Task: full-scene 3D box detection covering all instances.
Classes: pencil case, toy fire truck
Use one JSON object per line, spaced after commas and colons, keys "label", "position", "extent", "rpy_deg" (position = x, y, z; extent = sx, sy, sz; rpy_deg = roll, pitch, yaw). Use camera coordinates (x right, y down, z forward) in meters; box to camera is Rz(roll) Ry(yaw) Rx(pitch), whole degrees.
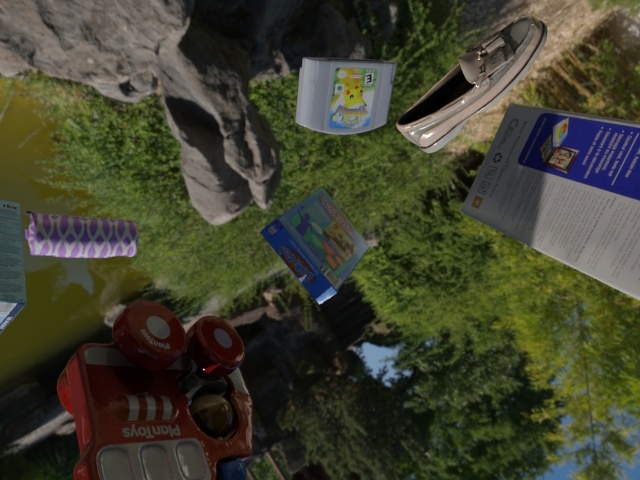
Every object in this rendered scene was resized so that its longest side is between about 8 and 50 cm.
{"label": "pencil case", "position": [-0.473, -0.007, 0.966], "extent": [0.206, 0.086, 0.088], "rpy_deg": [5, 171, -36]}
{"label": "toy fire truck", "position": [-0.210, 0.244, 0.687], "extent": [0.169, 0.253, 0.302], "rpy_deg": [-41, 144, 17]}

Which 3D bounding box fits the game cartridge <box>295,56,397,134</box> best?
{"label": "game cartridge", "position": [0.021, -0.109, 0.368], "extent": [0.083, 0.017, 0.055], "rpy_deg": [-12, 126, -31]}

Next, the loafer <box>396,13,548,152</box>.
{"label": "loafer", "position": [0.110, -0.118, 0.366], "extent": [0.039, 0.045, 0.125], "rpy_deg": [22, 131, -27]}

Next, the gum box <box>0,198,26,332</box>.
{"label": "gum box", "position": [-0.498, 0.055, 0.721], "extent": [0.157, 0.184, 0.041], "rpy_deg": [-39, 146, 25]}

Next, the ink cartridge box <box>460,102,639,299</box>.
{"label": "ink cartridge box", "position": [0.332, -0.054, 0.579], "extent": [0.175, 0.069, 0.371], "rpy_deg": [-68, -155, 13]}

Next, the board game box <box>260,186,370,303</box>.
{"label": "board game box", "position": [0.000, 0.000, 0.884], "extent": [0.047, 0.160, 0.210], "rpy_deg": [-38, -177, 30]}
